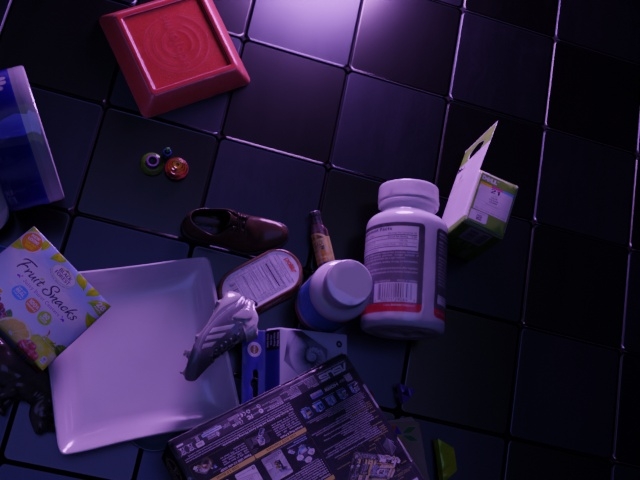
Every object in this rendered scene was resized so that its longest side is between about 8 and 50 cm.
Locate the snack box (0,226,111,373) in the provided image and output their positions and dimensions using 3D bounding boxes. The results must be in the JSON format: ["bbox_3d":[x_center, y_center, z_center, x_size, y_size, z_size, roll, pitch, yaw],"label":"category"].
[{"bbox_3d":[-0.521,0.109,1.567,0.207,0.070,0.174,49,61,-8],"label":"snack box"}]

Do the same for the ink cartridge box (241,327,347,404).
[{"bbox_3d":[-0.048,0.289,1.714,0.224,0.045,0.223,7,72,-27],"label":"ink cartridge box"}]

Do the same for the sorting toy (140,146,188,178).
[{"bbox_3d":[-0.328,-0.166,1.807,0.102,0.042,0.061,11,72,-10],"label":"sorting toy"}]

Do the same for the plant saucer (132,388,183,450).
[{"bbox_3d":[-0.323,0.350,1.671,0.119,0.021,0.119,4,74,-13],"label":"plant saucer"}]

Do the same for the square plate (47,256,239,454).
[{"bbox_3d":[-0.355,0.215,1.665,0.347,0.049,0.344,-7,72,-22],"label":"square plate"}]

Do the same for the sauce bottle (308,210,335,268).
[{"bbox_3d":[0.000,0.000,1.842,0.042,0.042,0.128,-11,75,-17],"label":"sauce bottle"}]

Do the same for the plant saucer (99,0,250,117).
[{"bbox_3d":[-0.317,-0.427,1.883,0.259,0.048,0.258,-23,81,-18],"label":"plant saucer"}]

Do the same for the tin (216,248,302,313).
[{"bbox_3d":[-0.124,0.089,1.779,0.190,0.040,0.106,-29,80,-16],"label":"tin"}]

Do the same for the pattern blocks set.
[{"bbox_3d":[0.152,0.446,1.724,0.285,0.026,0.325,13,61,-26],"label":"pattern blocks set"}]

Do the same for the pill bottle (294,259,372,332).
[{"bbox_3d":[0.029,0.110,1.720,0.124,0.221,0.124,4,74,-13],"label":"pill bottle"}]

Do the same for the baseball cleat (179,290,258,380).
[{"bbox_3d":[-0.185,0.191,1.659,0.109,0.072,0.206,20,62,9],"label":"baseball cleat"}]

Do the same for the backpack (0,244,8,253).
[{"bbox_3d":[-0.634,0.073,1.624,0.173,0.117,0.158,16,72,-12],"label":"backpack"}]

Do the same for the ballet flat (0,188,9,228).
[{"bbox_3d":[-0.723,-0.196,1.655,0.139,0.139,0.400,-21,82,-18],"label":"ballet flat"}]

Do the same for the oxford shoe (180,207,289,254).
[{"bbox_3d":[-0.171,-0.022,1.777,0.227,0.096,0.083,4,72,-15],"label":"oxford shoe"}]

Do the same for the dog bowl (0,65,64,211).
[{"bbox_3d":[-0.578,-0.192,1.634,0.104,0.265,0.265,-17,79,-15],"label":"dog bowl"}]

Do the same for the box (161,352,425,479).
[{"bbox_3d":[-0.038,0.424,1.552,0.395,0.097,0.318,-23,68,-30],"label":"box"}]

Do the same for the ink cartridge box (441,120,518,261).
[{"bbox_3d":[0.355,-0.106,1.880,0.097,0.189,0.255,24,70,-5],"label":"ink cartridge box"}]

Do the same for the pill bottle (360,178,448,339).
[{"bbox_3d":[0.179,0.040,1.802,0.176,0.176,0.318,8,73,-12],"label":"pill bottle"}]

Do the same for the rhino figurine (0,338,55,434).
[{"bbox_3d":[-0.569,0.272,1.605,0.243,0.073,0.106,43,62,-2],"label":"rhino figurine"}]
